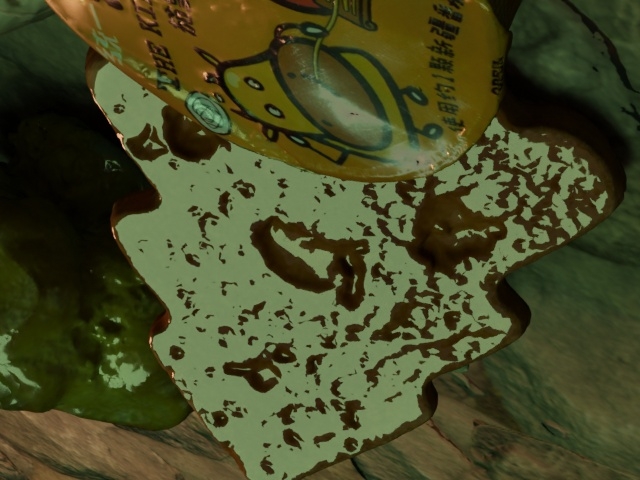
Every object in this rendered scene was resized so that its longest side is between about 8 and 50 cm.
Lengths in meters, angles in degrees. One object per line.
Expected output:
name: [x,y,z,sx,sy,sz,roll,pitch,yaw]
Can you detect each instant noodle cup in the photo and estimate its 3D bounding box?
instant noodle cup: [0.004,-0.152,0.576,0.216,0.172,0.216,25,152,14]

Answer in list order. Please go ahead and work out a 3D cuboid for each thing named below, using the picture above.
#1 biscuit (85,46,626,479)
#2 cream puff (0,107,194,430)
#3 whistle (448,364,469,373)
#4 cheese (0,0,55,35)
biscuit: [-0.001,0.005,0.836,0.284,0.043,0.306,16,119,1]
cream puff: [-0.173,0.008,1.062,0.282,0.185,0.282,14,-170,-3]
whistle: [-0.001,0.001,0.921,0.253,0.105,0.102,33,171,-14]
cheese: [-0.179,-0.185,0.726,0.154,0.189,0.198,51,174,48]
